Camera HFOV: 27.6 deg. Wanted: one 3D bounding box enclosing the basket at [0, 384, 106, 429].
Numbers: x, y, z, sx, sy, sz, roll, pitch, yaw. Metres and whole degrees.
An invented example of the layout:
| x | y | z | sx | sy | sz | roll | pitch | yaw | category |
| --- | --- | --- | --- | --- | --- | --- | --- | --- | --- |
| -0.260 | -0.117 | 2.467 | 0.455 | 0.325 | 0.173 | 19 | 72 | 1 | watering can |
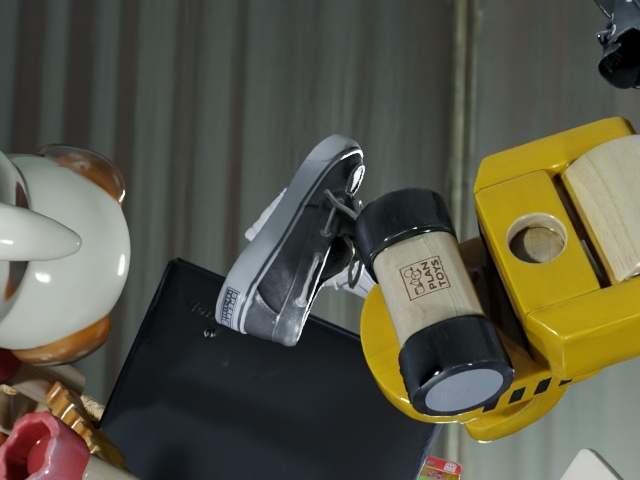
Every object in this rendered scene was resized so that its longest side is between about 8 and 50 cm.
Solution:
| x | y | z | sx | sy | sz | roll | pitch | yaw | category |
| --- | --- | --- | --- | --- | --- | --- | --- | --- | --- |
| -0.422 | 0.307 | 1.895 | 0.299 | 0.213 | 0.223 | 10 | 164 | 32 | basket |

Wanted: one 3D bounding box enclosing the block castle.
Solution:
| x | y | z | sx | sy | sz | roll | pitch | yaw | category |
| --- | --- | --- | --- | --- | --- | --- | --- | --- | --- |
| -0.423 | 0.309 | 1.366 | 0.213 | 0.453 | 0.303 | 38 | -174 | -40 | block castle |

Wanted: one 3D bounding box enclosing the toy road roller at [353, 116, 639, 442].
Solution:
| x | y | z | sx | sy | sz | roll | pitch | yaw | category |
| --- | --- | --- | --- | --- | --- | --- | --- | --- | --- |
| 0.199 | 0.057 | 1.219 | 0.330 | 0.202 | 0.240 | -20 | 146 | 2 | toy road roller |

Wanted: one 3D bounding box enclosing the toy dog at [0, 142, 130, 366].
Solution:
| x | y | z | sx | sy | sz | roll | pitch | yaw | category |
| --- | --- | --- | --- | --- | --- | --- | --- | --- | --- |
| -0.342 | -0.017 | 1.219 | 0.395 | 0.284 | 0.408 | -9 | 169 | 22 | toy dog |

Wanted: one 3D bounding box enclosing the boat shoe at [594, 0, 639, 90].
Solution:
| x | y | z | sx | sy | sz | roll | pitch | yaw | category |
| --- | --- | --- | --- | --- | --- | --- | --- | --- | --- |
| 0.345 | -0.197 | 1.349 | 0.113 | 0.340 | 0.127 | -36 | 136 | 3 | boat shoe |

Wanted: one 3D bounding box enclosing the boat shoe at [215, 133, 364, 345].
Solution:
| x | y | z | sx | sy | sz | roll | pitch | yaw | category |
| --- | --- | --- | --- | --- | --- | --- | --- | --- | --- |
| 0.001 | -0.003 | 1.367 | 0.105 | 0.113 | 0.306 | 22 | -143 | 11 | boat shoe |

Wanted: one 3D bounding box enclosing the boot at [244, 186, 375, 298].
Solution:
| x | y | z | sx | sy | sz | roll | pitch | yaw | category |
| --- | --- | --- | --- | --- | --- | --- | --- | --- | --- |
| 0.002 | 0.044 | 2.014 | 0.258 | 0.123 | 0.095 | 45 | 177 | 1 | boot |

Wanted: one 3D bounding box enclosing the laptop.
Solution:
| x | y | z | sx | sy | sz | roll | pitch | yaw | category |
| --- | --- | --- | --- | --- | --- | --- | --- | --- | --- |
| -0.089 | 0.288 | 1.658 | 0.382 | 0.236 | 0.408 | 24 | 144 | 0 | laptop |

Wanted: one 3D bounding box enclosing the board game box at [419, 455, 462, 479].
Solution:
| x | y | z | sx | sy | sz | roll | pitch | yaw | category |
| --- | --- | --- | --- | --- | --- | --- | --- | --- | --- |
| 0.133 | 0.435 | 2.056 | 0.124 | 0.259 | 0.039 | 15 | -148 | 2 | board game box |

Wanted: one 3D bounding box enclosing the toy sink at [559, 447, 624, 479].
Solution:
| x | y | z | sx | sy | sz | roll | pitch | yaw | category |
| --- | --- | --- | --- | --- | --- | --- | --- | --- | --- |
| 0.348 | 0.383 | 1.578 | 0.131 | 0.234 | 0.153 | 6 | -150 | -38 | toy sink |
